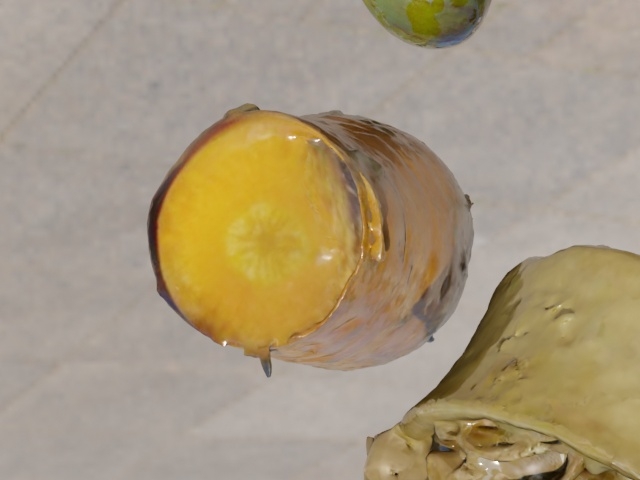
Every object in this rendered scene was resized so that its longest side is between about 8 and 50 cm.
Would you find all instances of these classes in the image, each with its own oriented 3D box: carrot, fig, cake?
[{"bbox_3d":[0.000,0.000,1.561,0.224,0.224,0.340,-12,174,21],"label":"carrot"},{"bbox_3d":[0.044,-0.249,1.688,0.236,0.124,0.124,14,157,-8],"label":"fig"},{"bbox_3d":[0.170,0.213,1.159,0.332,0.321,0.332,30,159,13],"label":"cake"}]
